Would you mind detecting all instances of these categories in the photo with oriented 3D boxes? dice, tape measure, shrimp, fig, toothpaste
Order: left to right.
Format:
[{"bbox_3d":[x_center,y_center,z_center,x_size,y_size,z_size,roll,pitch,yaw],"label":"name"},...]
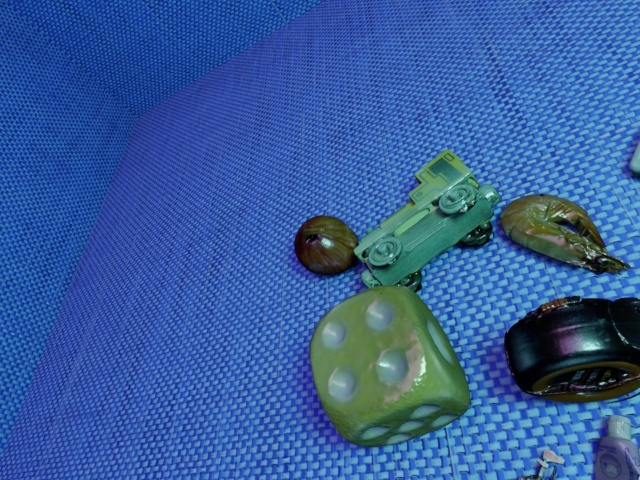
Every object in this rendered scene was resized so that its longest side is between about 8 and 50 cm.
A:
[{"bbox_3d":[-0.003,0.001,1.121,0.175,0.207,0.174,-17,60,32],"label":"fig"},{"bbox_3d":[0.130,0.245,0.830,0.233,0.227,0.238,-32,47,16],"label":"dice"},{"bbox_3d":[0.499,-0.016,0.872,0.145,0.061,0.267,-38,41,-6],"label":"shrimp"},{"bbox_3d":[0.417,0.175,0.685,0.223,0.202,0.135,-10,51,13],"label":"tape measure"},{"bbox_3d":[0.424,0.405,0.607,0.048,0.075,0.300,13,63,17],"label":"toothpaste"}]

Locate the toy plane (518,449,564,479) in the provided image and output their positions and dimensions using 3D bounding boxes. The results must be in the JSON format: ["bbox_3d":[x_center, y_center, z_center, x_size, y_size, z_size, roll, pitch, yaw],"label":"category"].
[{"bbox_3d":[0.351,0.397,0.693,0.049,0.031,0.120,19,74,38],"label":"toy plane"}]

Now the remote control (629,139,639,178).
[{"bbox_3d":[0.744,-0.163,0.763,0.296,0.056,0.140,20,82,54],"label":"remote control"}]

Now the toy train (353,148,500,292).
[{"bbox_3d":[0.233,-0.033,1.024,0.369,0.150,0.237,-36,36,9],"label":"toy train"}]
